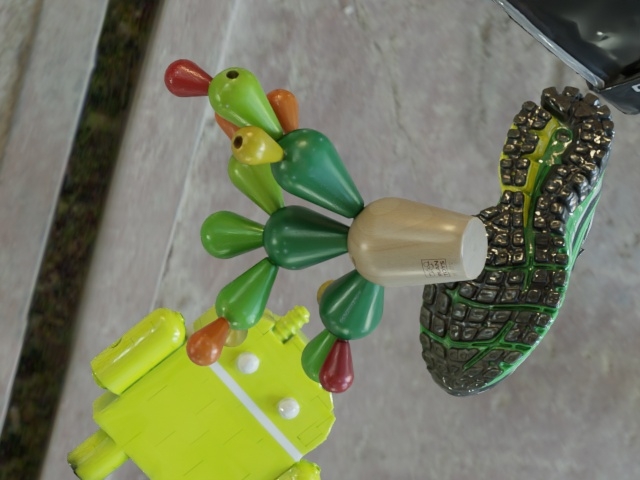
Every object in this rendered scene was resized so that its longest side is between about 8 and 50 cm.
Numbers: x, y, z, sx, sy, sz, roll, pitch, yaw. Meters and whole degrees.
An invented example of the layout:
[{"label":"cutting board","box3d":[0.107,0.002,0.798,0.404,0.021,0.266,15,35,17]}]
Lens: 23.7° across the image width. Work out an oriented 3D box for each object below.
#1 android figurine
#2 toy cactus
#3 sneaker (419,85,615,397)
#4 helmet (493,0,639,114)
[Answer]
[{"label":"android figurine","box3d":[-0.100,0.169,1.461,0.273,0.056,0.248,-36,109,6]},{"label":"toy cactus","box3d":[0.000,0.000,0.850,0.180,0.112,0.219,3,117,31]},{"label":"sneaker","box3d":[0.214,0.018,1.559,0.134,0.146,0.343,22,66,23]},{"label":"helmet","box3d":[0.100,-0.133,0.403,0.169,0.169,0.161,39,109,-15]}]
